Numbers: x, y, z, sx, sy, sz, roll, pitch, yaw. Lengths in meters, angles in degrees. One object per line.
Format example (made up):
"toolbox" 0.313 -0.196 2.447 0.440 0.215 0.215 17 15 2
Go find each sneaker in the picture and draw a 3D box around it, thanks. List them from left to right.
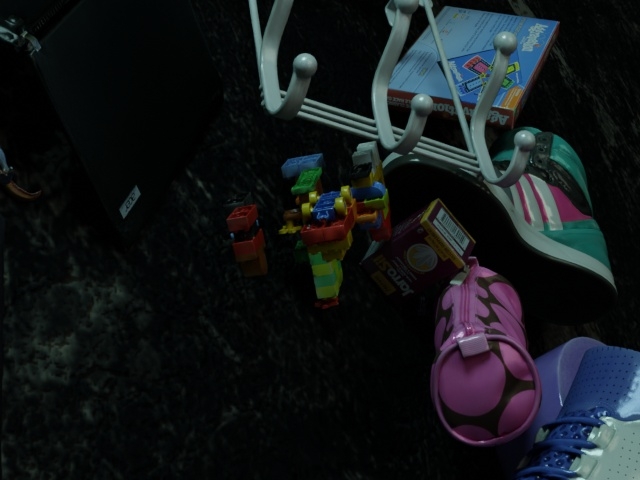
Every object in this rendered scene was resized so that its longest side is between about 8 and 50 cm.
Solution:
"sneaker" 0.174 -0.052 1.070 0.295 0.123 0.178 31 39 -29
"sneaker" 0.162 0.206 0.777 0.182 0.127 0.316 30 66 -21

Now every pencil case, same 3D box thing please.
"pencil case" 0.127 0.084 0.874 0.209 0.095 0.098 -73 158 -76

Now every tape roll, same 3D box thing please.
"tape roll" 0.247 0.189 0.988 0.189 0.080 0.189 32 39 -30

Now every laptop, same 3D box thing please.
"laptop" -0.209 -0.155 0.799 0.264 0.137 0.234 22 38 -1

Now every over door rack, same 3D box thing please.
"over door rack" 0.041 -0.197 0.956 0.239 0.108 0.324 15 34 -28

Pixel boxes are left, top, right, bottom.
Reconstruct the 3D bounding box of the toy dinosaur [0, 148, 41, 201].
"toy dinosaur" -0.231 -0.065 0.690 0.082 0.047 0.090 59 0 22

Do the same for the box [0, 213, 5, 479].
"box" -0.257 0.098 0.222 0.343 0.179 0.313 -8 57 -3

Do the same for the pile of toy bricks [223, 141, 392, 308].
"pile of toy bricks" 0.000 0.000 0.857 0.212 0.118 0.105 -61 140 -70

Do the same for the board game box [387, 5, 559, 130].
"board game box" 0.172 -0.199 1.201 0.145 0.027 0.281 11 32 17

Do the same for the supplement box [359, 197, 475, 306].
"supplement box" 0.085 0.011 0.943 0.055 0.083 0.043 48 35 -9
